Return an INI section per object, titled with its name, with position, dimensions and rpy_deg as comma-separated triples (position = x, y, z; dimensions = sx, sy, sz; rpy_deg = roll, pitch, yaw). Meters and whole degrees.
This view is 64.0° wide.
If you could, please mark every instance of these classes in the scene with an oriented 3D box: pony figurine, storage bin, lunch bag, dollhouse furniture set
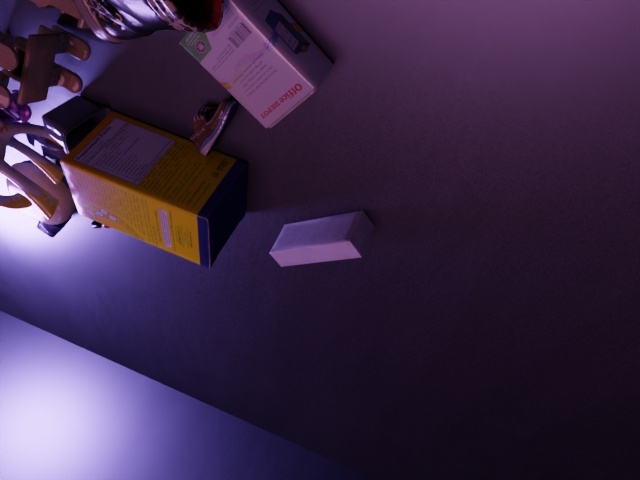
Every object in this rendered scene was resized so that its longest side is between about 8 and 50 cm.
[pony figurine]
position = -0.767, -0.255, 1.198
dimensions = 0.364, 0.350, 0.303
rpy_deg = 29, 151, -36
[storage bin]
position = -0.570, -0.271, 1.197
dimensions = 0.091, 0.135, 0.098
rpy_deg = 34, 144, 9
[lunch bag]
position = -0.847, -0.063, 1.631
dimensions = 0.067, 0.098, 0.065
rpy_deg = 43, 122, -17
[dollhouse furniture set]
position = -0.510, -0.365, 0.978
dimensions = 0.161, 0.212, 0.242
rpy_deg = 28, 116, 0

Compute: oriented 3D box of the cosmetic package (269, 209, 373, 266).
[cosmetic package]
position = 0.000, 0.000, 1.201
dimensions = 0.239, 0.098, 0.060
rpy_deg = -8, 131, 38

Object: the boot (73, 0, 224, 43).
[boot]
position = -0.308, -0.463, 0.735
dimensions = 0.284, 0.138, 0.377
rpy_deg = 19, 143, 36

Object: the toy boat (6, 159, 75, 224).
[toy boat]
position = -0.849, -0.185, 1.466
dimensions = 0.318, 0.148, 0.267
rpy_deg = 28, 149, -15

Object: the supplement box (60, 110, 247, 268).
[supplement box]
position = -0.374, -0.119, 1.200
dimensions = 0.357, 0.194, 0.195
rpy_deg = 22, 143, 6

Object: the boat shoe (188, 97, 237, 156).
[boat shoe]
position = -0.234, -0.244, 1.074
dimensions = 0.066, 0.066, 0.183
rpy_deg = 37, 142, -11

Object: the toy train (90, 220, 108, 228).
[toy train]
position = -0.651, -0.055, 1.570
dimensions = 0.158, 0.036, 0.027
rpy_deg = -3, 134, 33

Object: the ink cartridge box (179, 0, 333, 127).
[ink cartridge box]
position = -0.109, -0.321, 0.885
dimensions = 0.212, 0.093, 0.154
rpy_deg = 44, 140, -18
